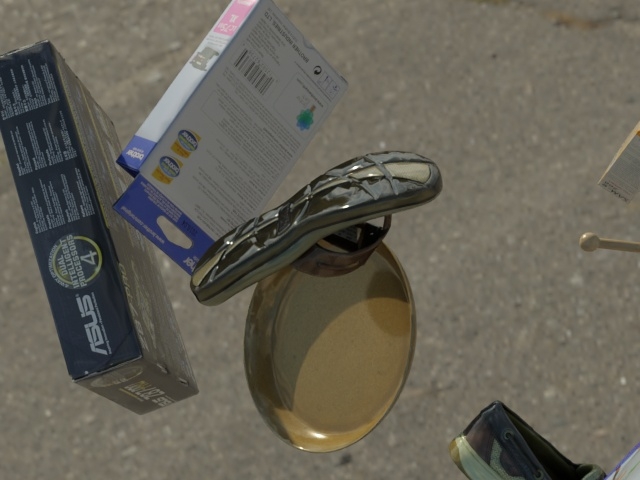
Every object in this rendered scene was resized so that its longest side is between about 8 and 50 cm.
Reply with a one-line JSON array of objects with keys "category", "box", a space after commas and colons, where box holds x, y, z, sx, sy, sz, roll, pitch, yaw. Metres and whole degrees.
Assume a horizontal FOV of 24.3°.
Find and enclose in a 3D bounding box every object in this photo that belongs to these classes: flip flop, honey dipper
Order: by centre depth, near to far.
[{"category": "honey dipper", "box": [0.317, 0.010, 1.360, 0.161, 0.030, 0.030, 5, 38, 2]}, {"category": "flip flop", "box": [0.000, 0.000, 1.422, 0.277, 0.080, 0.112, -29, 22, 19]}]

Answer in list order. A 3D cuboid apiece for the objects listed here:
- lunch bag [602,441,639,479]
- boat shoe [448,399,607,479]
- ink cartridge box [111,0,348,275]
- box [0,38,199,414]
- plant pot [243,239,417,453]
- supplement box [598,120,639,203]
[{"category": "lunch bag", "box": [0.228, 0.241, 1.107, 0.303, 0.115, 0.243, -44, -6, 4]}, {"category": "boat shoe", "box": [0.216, 0.223, 1.276, 0.223, 0.073, 0.080, 36, 20, 4]}, {"category": "ink cartridge box", "box": [-0.113, -0.120, 1.754, 0.065, 0.186, 0.311, 19, 71, 46]}, {"category": "box", "box": [-0.269, -0.003, 1.783, 0.097, 0.318, 0.395, -19, 76, 0]}, {"category": "plant pot", "box": [0.013, 0.097, 1.503, 0.236, 0.032, 0.236, -12, 72, 43]}, {"category": "supplement box", "box": [0.296, -0.086, 1.351, 0.036, 0.098, 0.062, 34, 60, 6]}]
